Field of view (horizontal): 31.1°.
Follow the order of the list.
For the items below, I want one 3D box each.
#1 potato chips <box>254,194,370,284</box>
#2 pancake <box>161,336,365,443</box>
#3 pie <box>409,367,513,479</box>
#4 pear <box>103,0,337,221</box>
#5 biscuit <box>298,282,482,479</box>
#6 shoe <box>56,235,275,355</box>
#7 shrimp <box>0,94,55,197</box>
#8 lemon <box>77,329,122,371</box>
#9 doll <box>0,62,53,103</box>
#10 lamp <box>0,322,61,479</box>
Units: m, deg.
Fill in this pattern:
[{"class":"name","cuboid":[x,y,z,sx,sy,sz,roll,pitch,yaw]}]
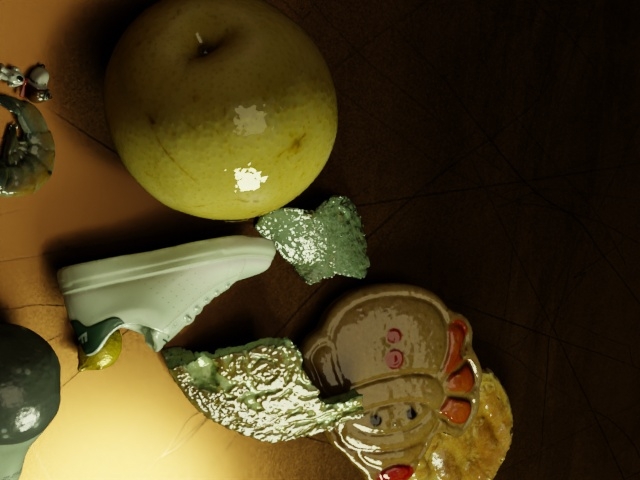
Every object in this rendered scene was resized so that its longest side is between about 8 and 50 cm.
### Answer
[{"class":"potato chips","cuboid":[-0.005,-0.004,2.004,0.228,0.059,0.167,-6,118,-30]},{"class":"pancake","cuboid":[-0.095,0.245,1.978,0.376,0.054,0.197,22,109,-22]},{"class":"pie","cuboid":[0.239,0.393,2.266,0.339,0.083,0.340,-8,107,-29]},{"class":"pear","cuboid":[-0.144,-0.194,1.691,0.348,0.348,0.349,-10,110,-29]},{"class":"biscuit","cuboid":[0.132,0.266,2.117,0.358,0.074,0.381,-4,94,-18]},{"class":"shoe","cuboid":[-0.227,0.090,1.828,0.362,0.131,0.160,-9,88,-26]},{"class":"shrimp","cuboid":[-0.483,-0.142,1.671,0.217,0.051,0.150,9,97,-41]},{"class":"lemon","cuboid":[-0.354,0.175,1.836,0.092,0.065,0.065,-48,124,-21]},{"class":"doll","cuboid":[-0.432,-0.229,1.678,0.085,0.040,0.058,-4,94,-35]},{"class":"lamp","cuboid":[-0.477,0.278,1.719,0.181,0.182,0.314,-5,107,-31]}]
